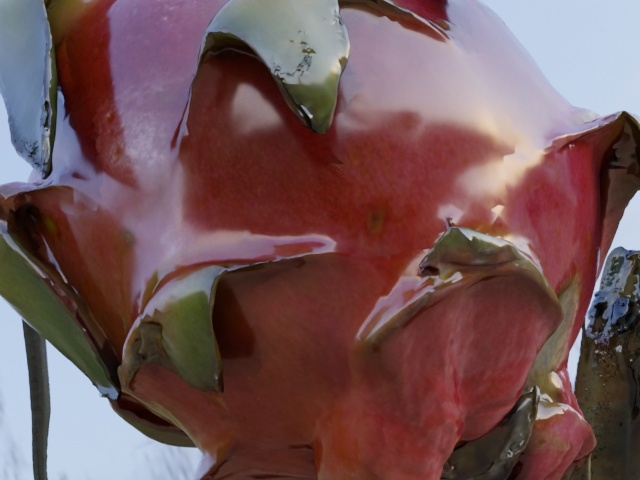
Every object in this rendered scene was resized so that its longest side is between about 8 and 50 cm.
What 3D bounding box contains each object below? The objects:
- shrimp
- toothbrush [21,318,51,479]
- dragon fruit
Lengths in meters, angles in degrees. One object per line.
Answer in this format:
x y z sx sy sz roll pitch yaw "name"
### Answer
0.246 0.125 1.030 0.173 0.058 0.253 -5 -74 -36 "shrimp"
-0.253 0.128 1.273 0.030 0.297 0.030 -1 15 6 "toothbrush"
-0.003 -0.004 0.507 0.224 0.227 0.224 -14 -63 -28 "dragon fruit"
